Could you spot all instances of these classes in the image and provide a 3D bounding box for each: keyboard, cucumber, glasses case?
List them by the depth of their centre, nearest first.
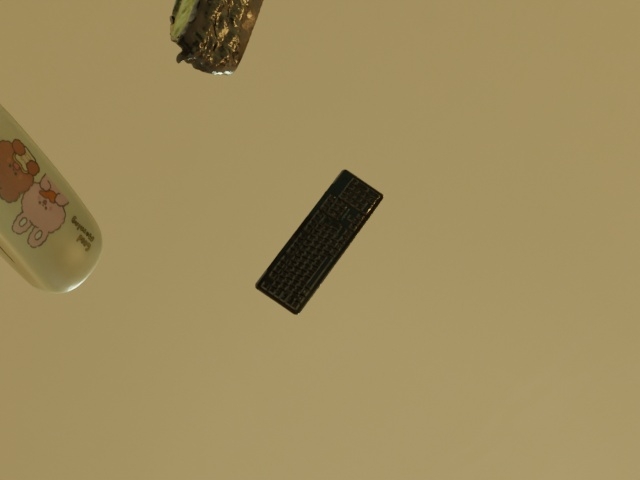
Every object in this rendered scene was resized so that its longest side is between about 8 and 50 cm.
[{"bbox_3d":[-0.104,-0.017,0.473,0.083,0.021,0.032,54,-124,-27],"label":"glasses case"},{"bbox_3d":[-0.055,-0.167,0.870,0.046,0.070,0.220,35,-129,-21],"label":"cucumber"},{"bbox_3d":[0.000,0.000,1.384,0.053,0.010,0.155,33,-110,7],"label":"keyboard"}]
